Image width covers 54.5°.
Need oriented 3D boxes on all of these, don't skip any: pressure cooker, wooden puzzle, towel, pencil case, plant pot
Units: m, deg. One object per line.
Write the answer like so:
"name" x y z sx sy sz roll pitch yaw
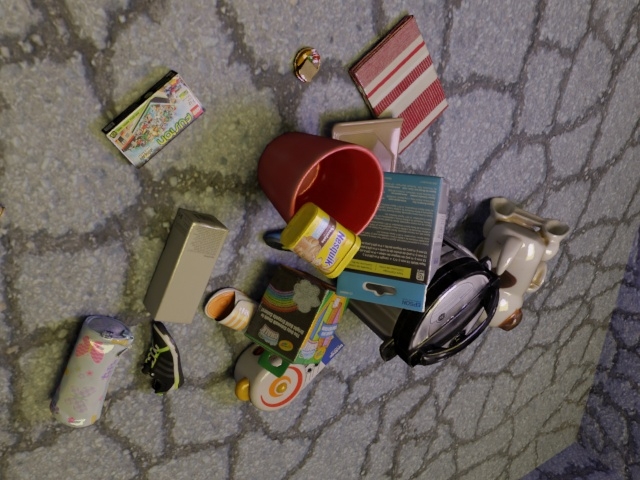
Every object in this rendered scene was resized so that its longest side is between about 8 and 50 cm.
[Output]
"pressure cooker" 0.303 0.157 1.843 0.376 0.420 0.369 3 121 -47
"wooden puzzle" 0.119 -0.230 1.738 0.221 0.044 0.238 -10 125 -25
"towel" 0.230 -0.427 1.746 0.237 0.037 0.329 -44 134 -9
"pencil case" -0.559 0.319 1.517 0.124 0.113 0.273 21 102 -25
"plant pot" -0.020 -0.149 1.571 0.275 0.243 0.274 -19 125 -29

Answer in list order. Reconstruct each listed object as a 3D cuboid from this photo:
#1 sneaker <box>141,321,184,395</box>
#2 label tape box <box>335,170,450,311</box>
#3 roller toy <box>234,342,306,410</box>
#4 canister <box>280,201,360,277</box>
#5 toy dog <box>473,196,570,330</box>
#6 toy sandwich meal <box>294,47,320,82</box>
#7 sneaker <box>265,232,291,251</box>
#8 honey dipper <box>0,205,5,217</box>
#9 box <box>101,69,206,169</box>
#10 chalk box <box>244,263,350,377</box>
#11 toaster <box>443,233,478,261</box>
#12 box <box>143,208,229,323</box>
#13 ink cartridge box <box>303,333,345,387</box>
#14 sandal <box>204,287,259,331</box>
"sneaker" -0.426 0.325 1.644 0.097 0.084 0.234 -21 126 -25
"label tape box" 0.191 -0.006 1.654 0.115 0.249 0.347 -5 103 -67
"roller toy" -0.148 0.404 1.857 0.209 0.146 0.191 34 91 -43
"canister" 0.000 0.000 1.457 0.170 0.073 0.126 36 92 -42
"toy dog" 0.658 0.119 2.170 0.395 0.285 0.407 -56 163 -59
"toy sandwich meal" -0.029 -0.437 1.545 0.086 0.029 0.085 -18 125 -29
"sneaker" -0.062 -0.009 1.753 0.209 0.069 0.082 8 76 -31
"honey dipper" -0.709 -0.087 1.229 0.161 0.030 0.030 32 93 -42
"box" -0.367 -0.268 1.381 0.207 0.036 0.114 -44 133 -8
"chalk box" -0.074 0.238 1.744 0.288 0.180 0.179 -64 153 2
"toaster" 0.427 0.055 2.095 0.227 0.146 0.129 34 91 -43
"box" -0.339 0.067 1.556 0.113 0.094 0.275 15 105 -41
"ink cartridge box" -0.023 0.380 2.008 0.207 0.046 0.097 -45 134 -8
"sandal" -0.203 0.212 1.753 0.265 0.076 0.102 27 97 -43
